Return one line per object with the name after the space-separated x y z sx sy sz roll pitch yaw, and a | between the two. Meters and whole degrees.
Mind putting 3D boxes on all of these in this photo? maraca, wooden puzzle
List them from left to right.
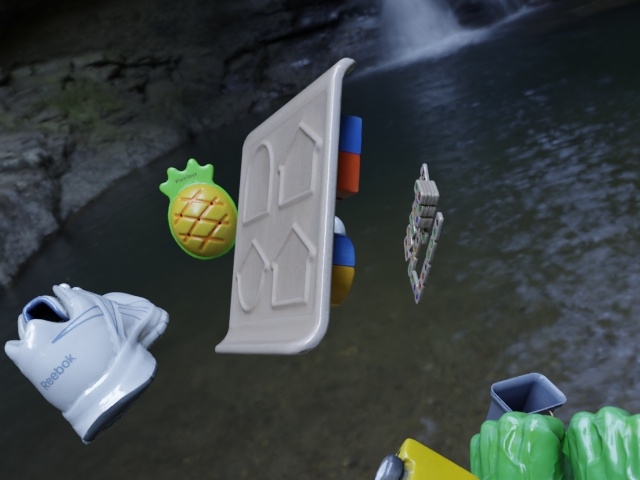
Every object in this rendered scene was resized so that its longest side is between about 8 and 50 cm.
-0.221 -0.056 1.402 0.127 0.185 0.099 -23 -1 -1 | maraca
-0.034 -0.022 0.984 0.081 0.347 0.322 13 -12 -22 | wooden puzzle

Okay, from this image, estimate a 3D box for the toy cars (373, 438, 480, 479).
0.113 0.329 0.558 0.177 0.087 0.393 6 38 -34 | toy cars

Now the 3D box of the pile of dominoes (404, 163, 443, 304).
0.202 -0.017 1.644 0.040 0.251 0.196 3 37 -9 | pile of dominoes

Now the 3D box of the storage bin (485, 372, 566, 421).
0.372 0.316 1.403 0.135 0.091 0.098 -9 37 -31 | storage bin

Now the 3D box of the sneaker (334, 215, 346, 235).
0.000 0.000 1.346 0.151 0.094 0.256 1 -9 -35 | sneaker

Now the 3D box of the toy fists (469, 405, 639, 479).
0.296 0.269 0.898 0.096 0.142 0.279 9 -18 -39 | toy fists

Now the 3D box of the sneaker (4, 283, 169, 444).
-0.235 0.091 0.785 0.111 0.129 0.297 -46 14 -4 | sneaker
